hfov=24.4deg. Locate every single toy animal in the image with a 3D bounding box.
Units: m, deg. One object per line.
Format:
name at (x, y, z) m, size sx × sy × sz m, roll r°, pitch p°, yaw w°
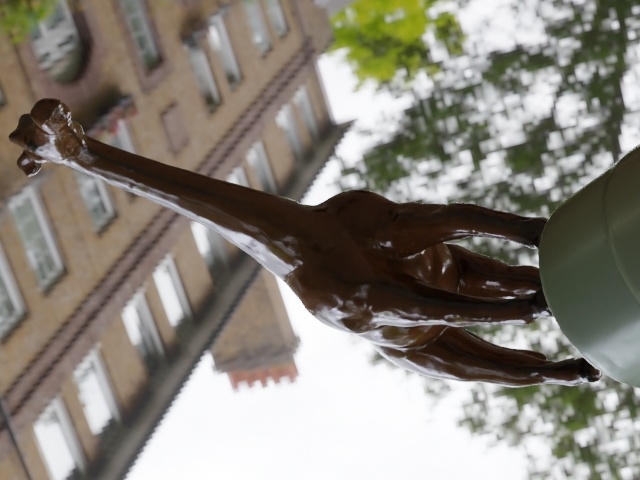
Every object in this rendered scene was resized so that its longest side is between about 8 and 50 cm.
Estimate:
toy animal at (0.000, 0.000, 0.660) m, size 0.230 × 0.224 × 0.066 m, roll 8°, pitch -109°, yaw 29°

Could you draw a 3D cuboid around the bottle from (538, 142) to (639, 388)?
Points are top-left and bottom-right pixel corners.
bottle at (0.146, -0.026, 0.392) m, size 0.072 × 0.072 × 0.201 m, roll -35°, pitch 177°, yaw -41°
